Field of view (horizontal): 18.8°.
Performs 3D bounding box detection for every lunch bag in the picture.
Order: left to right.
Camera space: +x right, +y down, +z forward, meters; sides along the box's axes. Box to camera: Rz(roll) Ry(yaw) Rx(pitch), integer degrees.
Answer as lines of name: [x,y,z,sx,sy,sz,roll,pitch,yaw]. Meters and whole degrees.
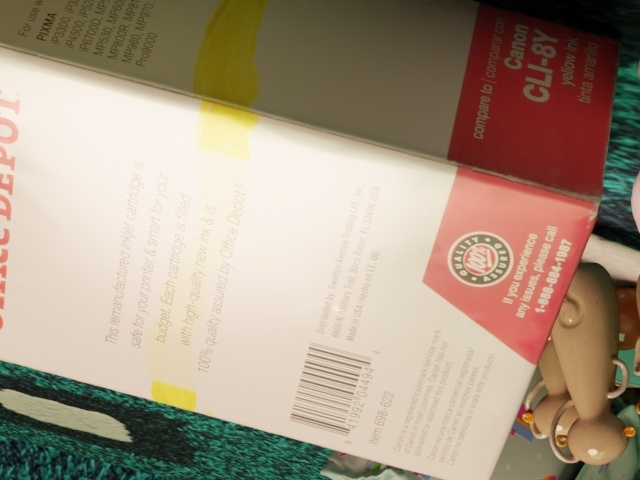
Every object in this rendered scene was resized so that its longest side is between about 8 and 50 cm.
lunch bag: [0.167,0.203,1.728,0.262,0.223,0.160,45,152,-21]

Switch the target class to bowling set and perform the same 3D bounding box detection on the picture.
bowling set: [0.235,0.101,1.516,0.287,0.154,0.200,-11,168,31]

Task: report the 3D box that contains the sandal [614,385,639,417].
sandal: [0.266,0.149,1.848,0.090,0.060,0.219,1,154,39]

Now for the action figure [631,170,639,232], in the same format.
action figure: [0.309,-0.088,0.712,0.370,0.275,0.248,20,164,38]

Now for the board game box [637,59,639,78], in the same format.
board game box: [0.322,-0.047,1.174,0.193,0.053,0.305,8,162,25]

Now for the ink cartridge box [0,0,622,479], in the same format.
ink cartridge box: [-0.040,-0.030,1.196,0.385,0.160,0.279,15,137,0]

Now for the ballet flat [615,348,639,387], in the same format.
ballet flat: [0.214,0.067,1.653,0.206,0.073,0.067,27,-173,-27]
